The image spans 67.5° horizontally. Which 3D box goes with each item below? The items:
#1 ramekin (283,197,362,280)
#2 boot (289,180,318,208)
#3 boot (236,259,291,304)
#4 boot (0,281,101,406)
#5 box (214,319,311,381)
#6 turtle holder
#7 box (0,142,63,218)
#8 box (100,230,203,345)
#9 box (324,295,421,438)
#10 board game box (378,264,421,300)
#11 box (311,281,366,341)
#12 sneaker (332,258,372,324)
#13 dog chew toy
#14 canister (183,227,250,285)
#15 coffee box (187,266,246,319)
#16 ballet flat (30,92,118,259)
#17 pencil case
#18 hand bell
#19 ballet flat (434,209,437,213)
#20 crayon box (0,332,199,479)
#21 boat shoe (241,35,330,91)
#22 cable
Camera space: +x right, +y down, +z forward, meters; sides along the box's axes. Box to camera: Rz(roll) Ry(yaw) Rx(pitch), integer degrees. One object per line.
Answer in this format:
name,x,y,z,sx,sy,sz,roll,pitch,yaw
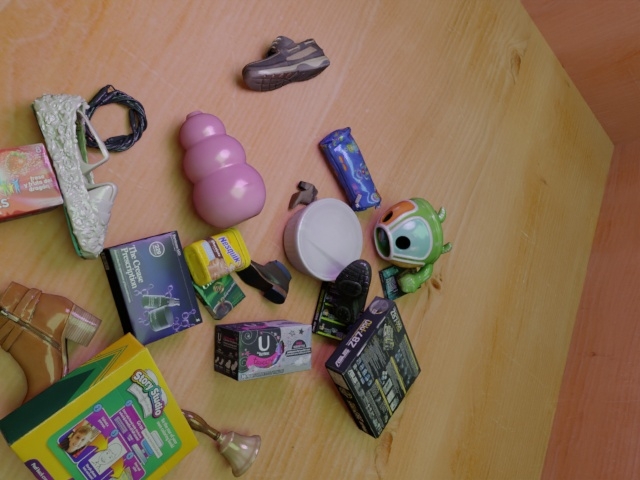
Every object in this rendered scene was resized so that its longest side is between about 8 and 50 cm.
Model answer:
ramekin,0.000,0.000,1.584,0.272,0.127,0.273,4,84,-37
boot,-0.051,-0.141,1.613,0.087,0.042,0.118,34,73,-37
boot,-0.181,0.094,1.493,0.219,0.082,0.106,46,38,-17
boot,-0.670,0.252,1.085,0.220,0.109,0.283,32,79,-22
box,-0.167,0.314,1.412,0.247,0.163,0.142,1,87,-37
turtle holder,0.322,0.006,1.784,0.227,0.243,0.320,-17,131,-23
box,-0.741,-0.101,1.027,0.300,0.154,0.142,-20,98,-35
box,-0.443,0.123,1.264,0.184,0.103,0.261,-20,98,-39
box,0.196,0.440,1.652,0.318,0.097,0.395,-47,130,-28
board game box,0.311,0.152,1.866,0.186,0.026,0.126,-17,96,-36
box,0.067,0.255,1.667,0.190,0.045,0.184,23,75,-34
sneaker,0.113,0.148,1.557,0.109,0.286,0.130,30,49,14
dog chew toy,-0.290,-0.204,1.350,0.206,0.206,0.332,-27,94,-35
canister,-0.289,0.045,1.340,0.170,0.073,0.126,-27,95,-54
coffee box,-0.313,0.129,1.394,0.113,0.040,0.184,-43,111,-31
ballet flat,-0.568,-0.159,1.150,0.147,0.147,0.409,-19,98,-36
pencil case,0.108,-0.241,1.686,0.306,0.119,0.133,64,33,-13
hand bell,-0.301,0.548,1.353,0.242,0.126,0.126,39,64,-13
ballet flat,0.440,-0.022,1.954,0.068,0.072,0.213,42,62,-61
crayon box,-0.496,0.458,1.131,0.313,0.106,0.363,-37,128,-34
boat shoe,-0.124,-0.580,1.552,0.355,0.132,0.130,-29,94,-43
cable,-0.547,-0.307,1.258,0.150,0.047,0.184,42,61,-32
